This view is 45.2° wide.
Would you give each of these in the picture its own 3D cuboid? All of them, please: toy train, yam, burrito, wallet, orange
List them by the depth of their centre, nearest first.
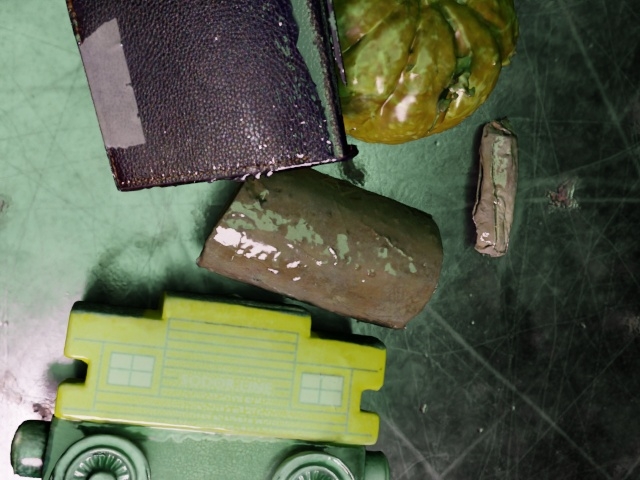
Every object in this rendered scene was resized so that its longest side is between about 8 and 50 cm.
[{"bbox_3d":[-0.106,-0.168,0.755,0.262,0.071,0.220,-7,109,14],"label":"wallet"},{"bbox_3d":[0.063,-0.249,0.864,0.301,0.223,0.300,37,63,-12],"label":"orange"},{"bbox_3d":[-0.123,0.197,0.909,0.442,0.179,0.272,8,81,-13],"label":"toy train"},{"bbox_3d":[0.000,0.000,0.924,0.268,0.161,0.161,20,94,-13],"label":"yam"},{"bbox_3d":[0.231,-0.072,1.019,0.058,0.045,0.188,2,96,-37],"label":"burrito"}]
